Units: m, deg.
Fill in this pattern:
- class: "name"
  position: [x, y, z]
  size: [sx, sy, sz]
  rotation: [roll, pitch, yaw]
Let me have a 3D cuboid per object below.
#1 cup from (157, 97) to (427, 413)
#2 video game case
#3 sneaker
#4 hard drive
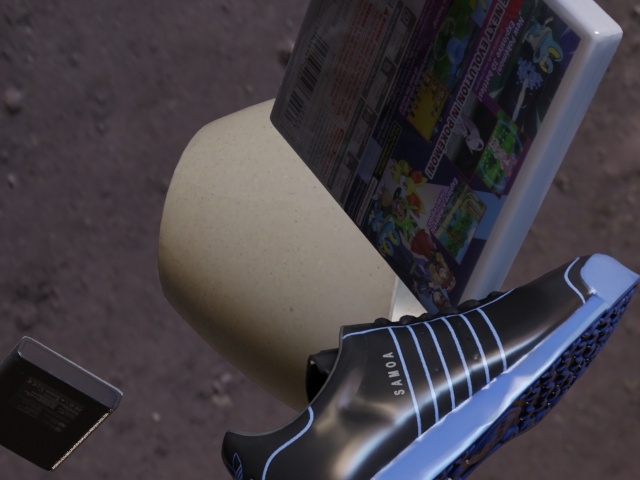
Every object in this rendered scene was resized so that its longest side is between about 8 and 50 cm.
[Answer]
- class: "cup"
  position: [0.000, 0.000, 1.658]
  size: [0.331, 0.237, 0.331]
  rotation: [13, 90, -73]
- class: "video game case"
  position: [0.055, -0.081, 0.969]
  size: [0.023, 0.183, 0.201]
  rotation: [-13, 140, -35]
- class: "sneaker"
  position: [0.056, 0.063, 0.919]
  size: [0.232, 0.090, 0.081]
  rotation: [-37, 158, -31]
- class: "hard drive"
  position: [-0.233, 0.138, 1.588]
  size: [0.094, 0.022, 0.135]
  rotation: [32, 138, -13]
